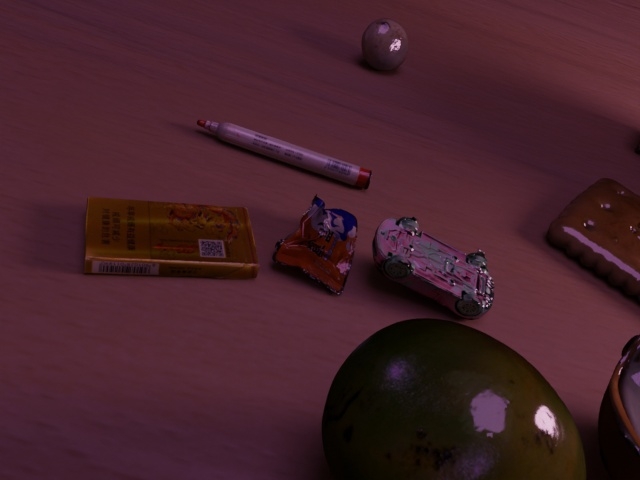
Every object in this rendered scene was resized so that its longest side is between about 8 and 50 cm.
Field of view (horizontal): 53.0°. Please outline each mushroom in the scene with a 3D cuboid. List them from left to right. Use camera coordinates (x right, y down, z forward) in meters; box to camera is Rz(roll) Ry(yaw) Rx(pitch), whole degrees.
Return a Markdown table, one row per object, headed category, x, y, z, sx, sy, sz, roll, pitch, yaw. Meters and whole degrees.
| category | x | y | z | sx | sy | sz | roll | pitch | yaw |
| --- | --- | --- | --- | --- | --- | --- | --- | --- | --- |
| mushroom | 0.098 | -0.318 | 1.048 | 0.085 | 0.085 | 0.079 | -10 | 19 | -32 |

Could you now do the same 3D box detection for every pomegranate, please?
| category | x | y | z | sx | sy | sz | roll | pitch | yaw |
| --- | --- | --- | --- | --- | --- | --- | --- | --- | --- |
| pomegranate | 0.064 | 0.153 | 0.420 | 0.210 | 0.180 | 0.180 | -36 | 61 | -15 |

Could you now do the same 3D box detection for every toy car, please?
| category | x | y | z | sx | sy | sz | roll | pitch | yaw |
| --- | --- | --- | --- | --- | --- | --- | --- | --- | --- |
| toy car | 0.113 | 0.030 | 0.654 | 0.142 | 0.055 | 0.069 | 28 | 47 | -8 |

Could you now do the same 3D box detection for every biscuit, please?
| category | x | y | z | sx | sy | sz | roll | pitch | yaw |
| --- | --- | --- | --- | --- | --- | --- | --- | --- | --- |
| biscuit | 0.461 | 0.038 | 0.807 | 0.325 | 0.044 | 0.217 | 39 | 41 | 22 |

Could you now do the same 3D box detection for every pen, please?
| category | x | y | z | sx | sy | sz | roll | pitch | yaw |
| --- | --- | --- | --- | --- | --- | --- | --- | --- | --- |
| pen | -0.044 | -0.106 | 0.768 | 0.218 | 0.026 | 0.026 | 18 | 39 | -2 |

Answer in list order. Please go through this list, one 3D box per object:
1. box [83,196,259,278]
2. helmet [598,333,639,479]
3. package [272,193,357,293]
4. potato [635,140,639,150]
| category | x | y | z | sx | sy | sz | roll | pitch | yaw |
| --- | --- | --- | --- | --- | --- | --- | --- | --- | --- |
| box | -0.140 | -0.002 | 0.607 | 0.156 | 0.022 | 0.089 | 2 | 44 | -22 |
| helmet | 0.319 | 0.174 | 0.518 | 0.224 | 0.130 | 0.198 | -15 | 46 | -23 |
| package | 0.000 | 0.001 | 0.658 | 0.077 | 0.033 | 0.110 | 36 | 50 | -18 |
| potato | 0.588 | -0.191 | 1.097 | 0.061 | 0.086 | 0.122 | 24 | 36 | 20 |
